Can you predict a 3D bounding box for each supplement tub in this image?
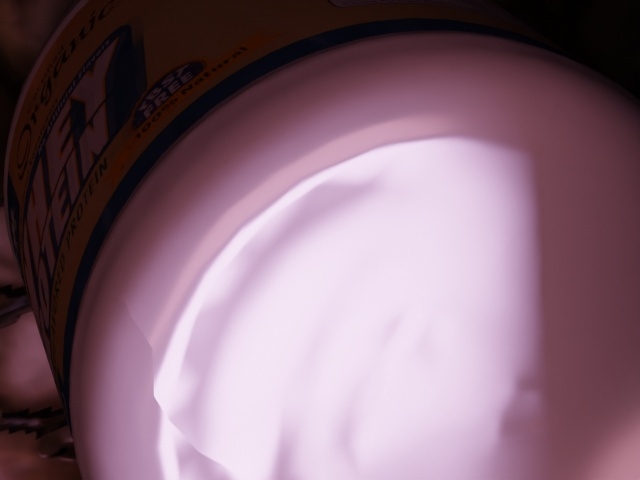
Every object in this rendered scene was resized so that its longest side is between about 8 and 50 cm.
[{"bbox_3d":[0.000,0.000,0.484,0.144,0.199,0.144,-5,110,-13],"label":"supplement tub"}]
